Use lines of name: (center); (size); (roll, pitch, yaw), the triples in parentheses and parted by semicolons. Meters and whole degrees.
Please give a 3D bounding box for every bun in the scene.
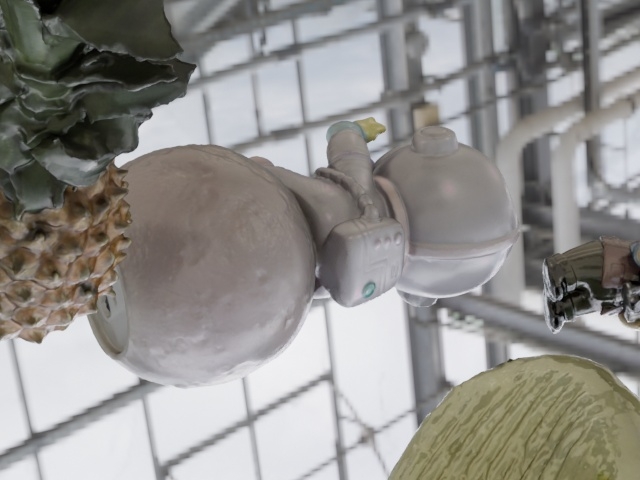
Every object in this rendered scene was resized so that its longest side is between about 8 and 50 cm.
bun: (0.159, 0.222, 1.005); (0.259, 0.160, 0.259); (-20, -127, 29)

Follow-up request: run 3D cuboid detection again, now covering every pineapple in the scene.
pineapple: (-0.115, -0.054, 0.601); (0.119, 0.277, 0.130); (-34, -107, -30)

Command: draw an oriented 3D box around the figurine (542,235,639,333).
figurine: (0.267, 0.025, 1.062); (0.196, 0.114, 0.108); (-10, -146, -4)

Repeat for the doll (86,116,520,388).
doll: (0.000, 0.000, 0.863); (0.287, 0.150, 0.151); (-11, -158, -28)
